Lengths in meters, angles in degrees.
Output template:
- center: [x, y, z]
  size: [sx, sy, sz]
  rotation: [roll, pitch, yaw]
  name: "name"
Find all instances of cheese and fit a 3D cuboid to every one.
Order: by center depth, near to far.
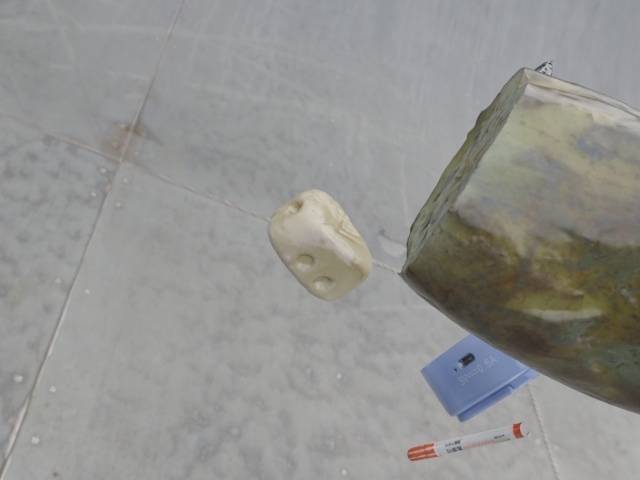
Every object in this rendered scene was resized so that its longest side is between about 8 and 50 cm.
- center: [0.000, 0.000, 1.284]
  size: [0.235, 0.117, 0.218]
  rotation: [29, 33, -52]
  name: "cheese"

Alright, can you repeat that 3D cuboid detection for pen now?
- center: [0.249, 0.349, 1.170]
  size: [0.028, 0.239, 0.028]
  rotation: [27, 50, -37]
  name: "pen"

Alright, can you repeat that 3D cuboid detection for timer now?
- center: [0.407, 0.179, 1.370]
  size: [0.394, 0.395, 0.173]
  rotation: [-14, 64, -49]
  name: "timer"

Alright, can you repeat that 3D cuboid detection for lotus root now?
- center: [0.261, 0.014, 0.595]
  size: [0.345, 0.251, 0.250]
  rotation: [27, 33, 5]
  name: "lotus root"

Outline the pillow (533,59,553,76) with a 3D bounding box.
- center: [0.408, -0.242, 1.337]
  size: [0.055, 0.208, 0.141]
  rotation: [25, 54, 24]
  name: "pillow"
